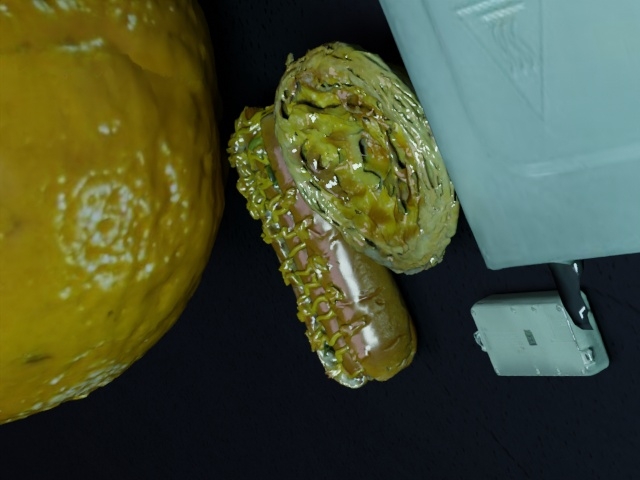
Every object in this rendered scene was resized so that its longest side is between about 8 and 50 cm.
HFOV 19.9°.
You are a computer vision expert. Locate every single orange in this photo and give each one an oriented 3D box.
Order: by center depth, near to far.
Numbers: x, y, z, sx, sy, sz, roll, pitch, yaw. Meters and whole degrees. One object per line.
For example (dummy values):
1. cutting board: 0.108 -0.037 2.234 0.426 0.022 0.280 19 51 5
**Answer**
1. orange: -0.197 -0.064 1.009 0.340 0.293 0.341 175 90 -69

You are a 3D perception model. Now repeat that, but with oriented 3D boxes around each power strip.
1. power strip: 0.104 0.045 0.868 0.090 0.016 0.040 -8 106 63

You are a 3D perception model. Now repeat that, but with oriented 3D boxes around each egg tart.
1. egg tart: 0.031 -0.044 0.891 0.129 0.049 0.129 37 145 33

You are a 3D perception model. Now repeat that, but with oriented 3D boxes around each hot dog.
1. hot dog: 0.000 0.000 0.982 0.165 0.045 0.071 65 154 -1

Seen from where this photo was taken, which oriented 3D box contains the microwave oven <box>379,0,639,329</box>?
1. microwave oven: 0.163 -0.157 0.375 0.355 0.218 0.286 -11 104 62
